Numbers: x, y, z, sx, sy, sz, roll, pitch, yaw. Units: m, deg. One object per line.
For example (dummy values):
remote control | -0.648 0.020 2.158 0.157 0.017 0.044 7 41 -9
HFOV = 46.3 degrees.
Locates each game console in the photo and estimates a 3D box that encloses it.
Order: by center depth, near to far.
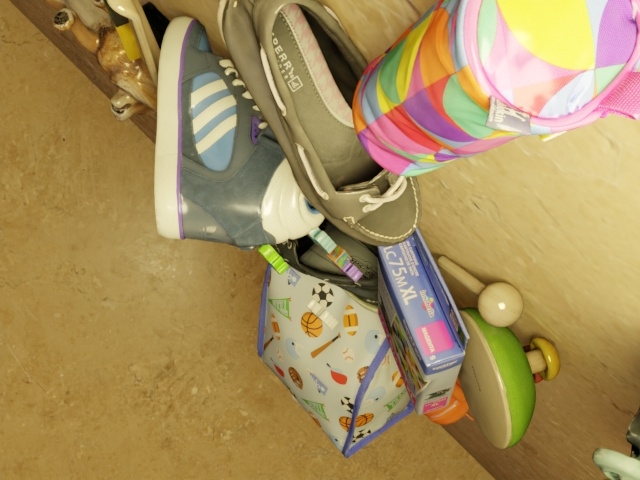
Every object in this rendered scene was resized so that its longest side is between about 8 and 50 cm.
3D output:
game console | -0.238 -0.293 1.141 0.122 0.107 0.071 43 144 -1

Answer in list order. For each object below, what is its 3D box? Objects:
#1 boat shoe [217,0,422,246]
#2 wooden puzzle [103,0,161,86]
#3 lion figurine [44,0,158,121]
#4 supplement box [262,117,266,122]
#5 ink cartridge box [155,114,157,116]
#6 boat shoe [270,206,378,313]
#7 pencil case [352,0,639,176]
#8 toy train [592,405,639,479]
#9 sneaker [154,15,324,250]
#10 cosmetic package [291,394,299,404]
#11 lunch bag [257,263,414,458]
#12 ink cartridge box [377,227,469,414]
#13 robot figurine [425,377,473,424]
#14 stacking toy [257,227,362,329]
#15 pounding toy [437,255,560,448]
boat shoe | 0.018 -0.099 0.712 0.335 0.112 0.095 54 172 -35
wooden puzzle | -0.262 -0.322 0.926 0.239 0.044 0.221 95 151 -82
lion figurine | -0.398 -0.392 1.296 0.392 0.142 0.240 56 -176 19
supplement box | -0.067 -0.165 1.059 0.098 0.036 0.062 45 172 -8
ink cartridge box | -0.385 -0.359 1.568 0.275 0.060 0.239 48 172 -26
boat shoe | -0.002 0.003 1.294 0.340 0.127 0.113 38 169 29
pencil case | 0.089 -0.093 0.445 0.104 0.104 0.236 45 173 -9
toy train | 0.351 0.215 0.635 0.190 0.142 0.334 26 163 36
sneaker | -0.085 -0.143 0.966 0.236 0.323 0.130 0 157 -4
cosmetic package | 0.045 0.268 1.776 0.138 0.225 0.224 51 -159 -46
lunch bag | 0.050 0.172 1.478 0.328 0.239 0.385 41 146 31
ink cartridge box | 0.135 0.119 1.060 0.311 0.065 0.186 86 165 -63
robot figurine | 0.253 0.324 1.681 0.219 0.158 0.128 46 -147 -11
stacking toy | 0.017 0.014 1.103 0.052 0.167 0.221 36 170 45
pounding toy | 0.244 0.138 0.952 0.183 0.110 0.237 -126 22 -71
